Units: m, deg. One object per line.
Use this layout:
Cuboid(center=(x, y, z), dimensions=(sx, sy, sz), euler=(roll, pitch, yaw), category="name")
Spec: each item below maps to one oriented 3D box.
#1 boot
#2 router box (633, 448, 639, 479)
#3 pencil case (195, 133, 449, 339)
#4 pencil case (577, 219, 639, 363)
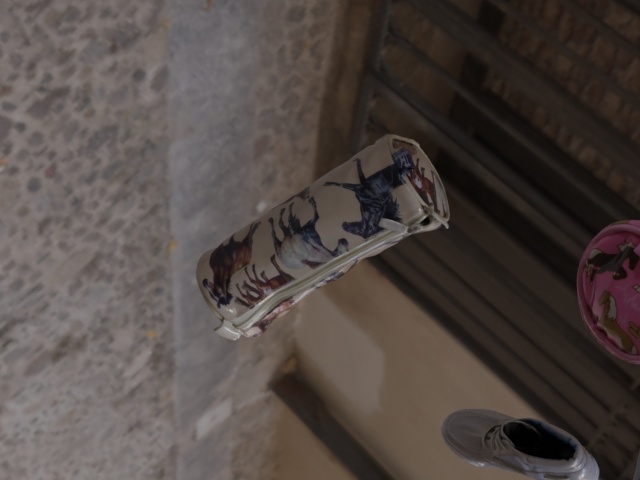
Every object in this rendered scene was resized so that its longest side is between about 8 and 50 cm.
Cuboid(center=(0.283, 0.291, 1.618), dimensions=(0.095, 0.258, 0.123), euler=(-62, 144, -22), category="boot")
Cuboid(center=(0.663, 0.391, 1.623), dimensions=(0.242, 0.309, 0.081), euler=(23, 76, -27), category="router box")
Cuboid(center=(0.000, 0.000, 1.701), dimensions=(0.410, 0.184, 0.160), euler=(-32, 121, 16), category="pencil case")
Cuboid(center=(0.483, 0.037, 1.250), dimensions=(0.386, 0.167, 0.160), euler=(-6, 100, -30), category="pencil case")
